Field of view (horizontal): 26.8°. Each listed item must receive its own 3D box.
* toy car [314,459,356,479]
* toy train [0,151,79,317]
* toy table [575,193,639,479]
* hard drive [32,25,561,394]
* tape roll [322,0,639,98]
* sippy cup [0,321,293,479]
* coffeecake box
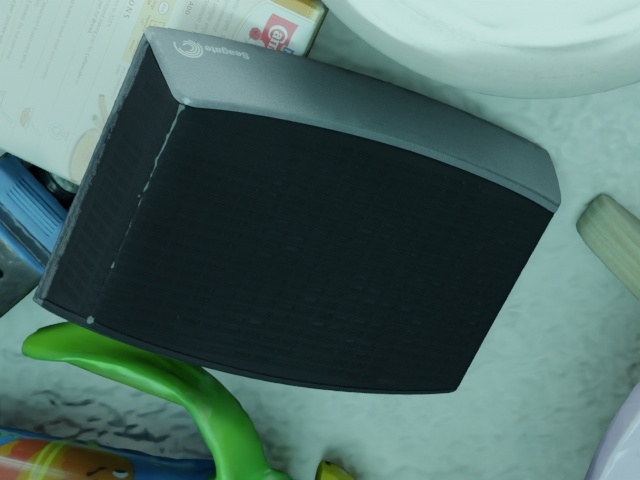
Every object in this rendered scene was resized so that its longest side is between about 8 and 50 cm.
[{"bbox_3d":[-0.001,0.272,0.760,0.053,0.225,0.239,10,109,-3],"label":"toy car"},{"bbox_3d":[-0.211,0.023,0.757,0.184,0.105,0.080,-38,101,16],"label":"toy train"},{"bbox_3d":[0.239,0.083,0.702,0.274,0.161,0.252,-39,101,16],"label":"toy table"},{"bbox_3d":[0.000,0.000,0.693,0.254,0.054,0.172,14,113,-33],"label":"hard drive"},{"bbox_3d":[0.098,-0.201,0.615,0.246,0.169,0.246,2,109,5],"label":"tape roll"},{"bbox_3d":[-0.156,0.210,0.767,0.224,0.240,0.305,16,71,11],"label":"sippy cup"},{"bbox_3d":[-0.106,-0.103,0.708,0.185,0.068,0.142,25,110,-2],"label":"coffeecake box"}]
